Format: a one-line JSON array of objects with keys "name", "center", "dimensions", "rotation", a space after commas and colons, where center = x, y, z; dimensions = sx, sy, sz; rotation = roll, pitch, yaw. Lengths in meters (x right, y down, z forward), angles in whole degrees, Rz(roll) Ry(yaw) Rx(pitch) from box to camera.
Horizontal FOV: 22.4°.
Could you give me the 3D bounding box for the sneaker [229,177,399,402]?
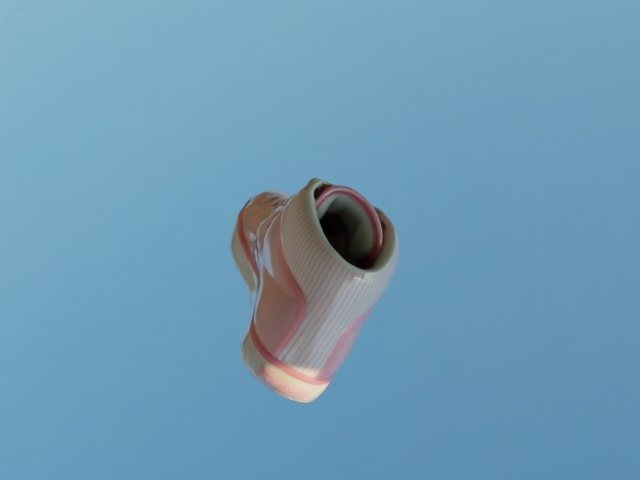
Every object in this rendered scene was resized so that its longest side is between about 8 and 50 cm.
[{"name": "sneaker", "center": [0.000, 0.000, 0.632], "dimensions": [0.070, 0.051, 0.134], "rotation": [-60, -164, 23]}]
